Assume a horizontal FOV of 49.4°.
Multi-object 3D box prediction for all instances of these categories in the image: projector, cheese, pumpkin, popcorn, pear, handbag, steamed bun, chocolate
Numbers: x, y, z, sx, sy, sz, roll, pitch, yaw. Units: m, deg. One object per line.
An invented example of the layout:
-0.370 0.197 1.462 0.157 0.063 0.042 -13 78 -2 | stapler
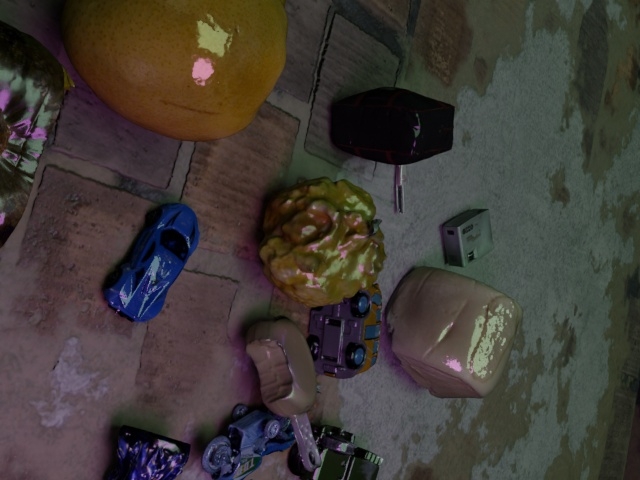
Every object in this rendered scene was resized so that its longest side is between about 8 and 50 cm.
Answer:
0.377 -0.008 1.781 0.147 0.061 0.115 -26 110 -40 | projector
-0.053 0.283 1.291 0.163 0.082 0.286 16 53 -64 | cheese
-0.432 -0.121 0.861 0.139 0.222 0.316 30 74 -43 | pumpkin
0.007 0.004 1.307 0.249 0.225 0.249 -8 103 -39 | popcorn
-0.204 -0.300 1.023 0.315 0.315 0.314 -5 98 -44 | pear
0.154 -0.237 1.437 0.169 0.215 0.155 -10 110 -49 | handbag
0.291 0.206 1.616 0.272 0.274 0.290 26 71 -27 | steamed bun
-0.337 0.455 1.094 0.149 0.126 0.343 28 73 -2 | chocolate

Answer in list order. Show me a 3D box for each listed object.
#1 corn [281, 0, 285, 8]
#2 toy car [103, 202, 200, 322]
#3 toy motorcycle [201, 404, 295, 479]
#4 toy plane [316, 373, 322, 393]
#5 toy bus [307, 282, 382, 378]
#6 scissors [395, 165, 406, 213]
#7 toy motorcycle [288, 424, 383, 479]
-0.121 -0.424 1.206 0.131 0.131 0.344 -1 97 -45 | corn
-0.266 0.034 1.149 0.103 0.063 0.216 44 64 -37 | toy car
-0.129 0.388 1.304 0.254 0.092 0.135 -20 117 -52 | toy motorcycle
-0.024 0.292 1.436 0.078 0.031 0.083 -54 127 -27 | toy plane
0.059 0.174 1.445 0.136 0.126 0.209 5 90 -53 | toy bus
0.186 -0.148 1.607 0.085 0.022 0.176 0 91 -48 | scissors
0.050 0.509 1.474 0.275 0.127 0.205 27 74 -36 | toy motorcycle
